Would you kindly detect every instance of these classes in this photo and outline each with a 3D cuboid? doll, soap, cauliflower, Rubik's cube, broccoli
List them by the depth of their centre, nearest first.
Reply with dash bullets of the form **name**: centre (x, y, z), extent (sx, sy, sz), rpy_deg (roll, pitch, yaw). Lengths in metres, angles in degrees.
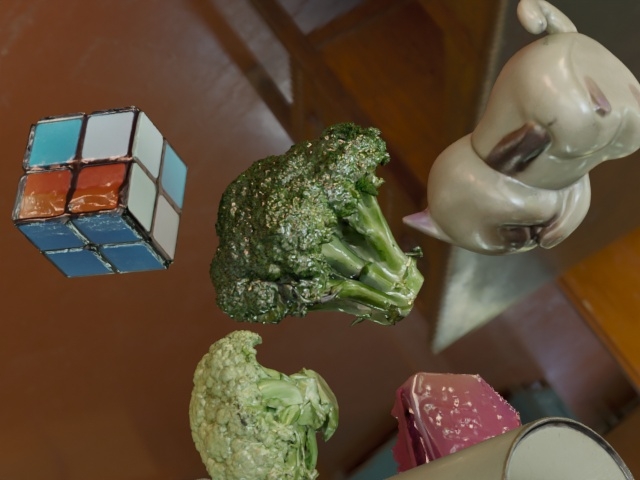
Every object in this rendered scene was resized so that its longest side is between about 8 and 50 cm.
- **broccoli**: centre (0.000, 0.000, 1.714), extent (0.304, 0.283, 0.321), rpy_deg (-58, -173, -6)
- **doll**: centre (0.297, -0.126, 1.805), extent (0.215, 0.226, 0.370), rpy_deg (-16, 140, -51)
- **Rubik's cube**: centre (-0.306, -0.066, 1.831), extent (0.183, 0.180, 0.167), rpy_deg (-6, 150, 16)
- **cauliflower**: centre (-0.079, 0.297, 2.105), extent (0.250, 0.272, 0.275), rpy_deg (-19, 128, -18)
- **soap**: centre (0.244, 0.369, 2.206), extent (0.220, 0.325, 0.127), rpy_deg (1, 144, -19)

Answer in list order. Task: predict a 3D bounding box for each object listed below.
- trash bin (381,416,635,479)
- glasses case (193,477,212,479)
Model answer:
- **trash bin**: centre (0.169, 0.401, 1.613), extent (0.280, 0.280, 0.432), rpy_deg (-11, 162, -44)
- **glasses case**: centre (-0.236, 0.402, 1.595), extent (0.323, 0.131, 0.074), rpy_deg (-28, 136, 25)
